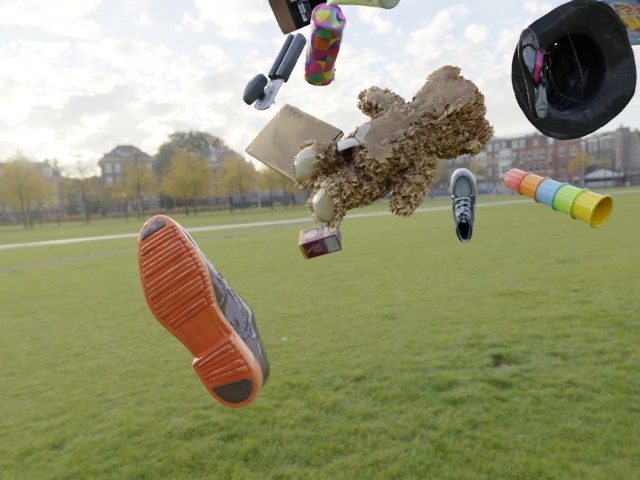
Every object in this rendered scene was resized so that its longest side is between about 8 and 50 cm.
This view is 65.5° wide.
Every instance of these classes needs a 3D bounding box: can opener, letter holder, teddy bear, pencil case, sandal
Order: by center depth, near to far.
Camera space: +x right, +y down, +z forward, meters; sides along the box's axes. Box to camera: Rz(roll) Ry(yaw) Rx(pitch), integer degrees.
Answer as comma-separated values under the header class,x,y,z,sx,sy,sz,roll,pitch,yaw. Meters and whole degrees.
class,x,y,z,sx,sy,sz,roll,pitch,yaw
teddy bear,0.111,-0.146,0.830,0.245,0.338,0.113,45,-5,36
sandal,0.435,-0.333,0.987,0.067,0.179,0.040,-22,11,-33
pencil case,0.010,-0.533,1.378,0.104,0.105,0.236,-5,-21,-9
can opener,-0.130,-0.508,1.482,0.074,0.281,0.093,16,-19,39
letter holder,-0.119,-0.848,1.629,0.152,0.302,0.214,-32,25,-19

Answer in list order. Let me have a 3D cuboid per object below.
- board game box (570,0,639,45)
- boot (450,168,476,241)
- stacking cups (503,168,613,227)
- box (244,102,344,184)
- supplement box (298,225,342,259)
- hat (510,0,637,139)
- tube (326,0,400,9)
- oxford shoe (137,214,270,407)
class,x,y,z,sx,sy,sz,roll,pitch,yaw
board game box,0.894,-0.656,1.421,0.233,0.078,0.347,28,16,-9
boot,0.388,-0.092,1.336,0.069,0.190,0.086,-5,32,19
stacking cups,0.670,-0.130,1.447,0.095,0.096,0.316,-7,24,-31
box,-0.067,-0.231,1.175,0.201,0.164,0.021,35,-9,34
supplement box,0.000,0.000,1.054,0.083,0.043,0.055,-16,32,12
hat,0.578,-0.394,1.196,0.331,0.332,0.134,-5,6,-11
tube,0.082,-0.534,1.049,0.070,0.062,0.240,-41,40,-5
oxford shoe,-0.209,0.119,0.908,0.129,0.364,0.132,-27,0,17
